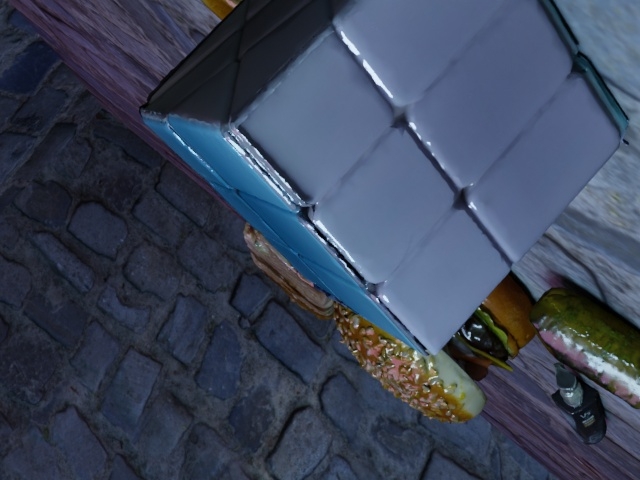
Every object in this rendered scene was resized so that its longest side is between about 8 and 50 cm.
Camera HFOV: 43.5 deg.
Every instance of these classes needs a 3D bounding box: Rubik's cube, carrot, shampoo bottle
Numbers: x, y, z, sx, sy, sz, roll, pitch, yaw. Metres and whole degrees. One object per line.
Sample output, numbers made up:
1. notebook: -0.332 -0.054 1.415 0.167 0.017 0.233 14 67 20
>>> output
1. Rubik's cube: 0.039 -0.088 0.593 0.224 0.221 0.231 46 171 -26
2. carrot: 0.316 0.122 0.907 0.173 0.082 0.082 40 172 16
3. shampoo bottle: 0.413 0.263 1.288 0.063 0.057 0.207 44 174 43

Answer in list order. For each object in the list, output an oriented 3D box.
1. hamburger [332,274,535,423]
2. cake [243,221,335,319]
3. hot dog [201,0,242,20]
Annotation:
1. hamburger: 0.153 0.116 1.146 0.291 0.225 0.291 42 175 5
2. cake: 0.000 0.000 1.358 0.196 0.199 0.293 43 171 10
3. hot dog: -0.130 -0.300 0.803 0.269 0.072 0.109 42 174 5
